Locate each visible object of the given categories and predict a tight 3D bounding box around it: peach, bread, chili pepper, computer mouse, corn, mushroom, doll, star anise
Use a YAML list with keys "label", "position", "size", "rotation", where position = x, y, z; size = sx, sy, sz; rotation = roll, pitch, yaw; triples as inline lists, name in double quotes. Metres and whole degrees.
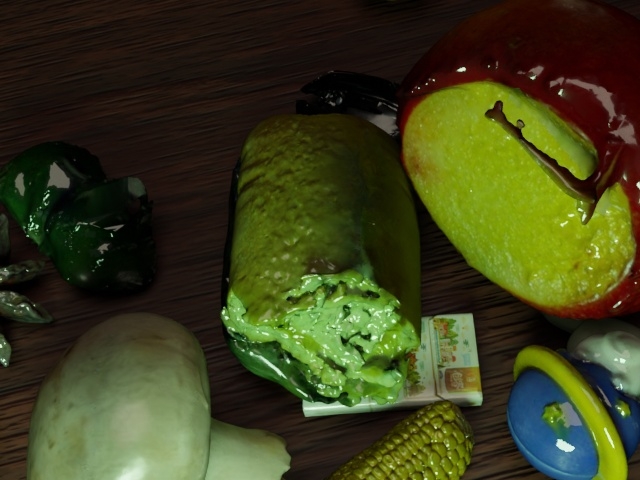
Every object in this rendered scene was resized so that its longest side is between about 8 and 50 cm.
- label: "peach"
  position: [0.298, -0.115, 1.271]
  size: [0.310, 0.335, 0.406]
  rotation: [-31, 52, -26]
- label: "bread"
  position: [0.000, 0.000, 1.334]
  size: [0.251, 0.208, 0.376]
  rotation: [2, 49, 2]
- label: "chili pepper"
  position: [-0.323, -0.043, 1.437]
  size: [0.148, 0.116, 0.264]
  rotation: [-26, 64, -34]
- label: "computer mouse"
  position: [0.076, -0.172, 1.506]
  size: [0.242, 0.077, 0.146]
  rotation: [19, 63, 14]
- label: "corn"
  position: [0.052, 0.305, 1.224]
  size: [0.322, 0.119, 0.119]
  rotation: [-40, 66, -16]
- label: "mushroom"
  position: [-0.180, 0.230, 1.211]
  size: [0.290, 0.297, 0.297]
  rotation: [9, 59, -22]
- label: "doll"
  position: [0.313, 0.150, 1.269]
  size: [0.243, 0.159, 0.311]
  rotation: [-27, 53, -7]
- label: "star anise"
  position: [-0.468, 0.077, 1.400]
  size: [0.209, 0.089, 0.231]
  rotation: [41, 72, 15]

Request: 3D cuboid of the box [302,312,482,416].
- label: "box"
  position: [0.087, 0.156, 1.349]
  size: [0.220, 0.032, 0.122]
  rotation: [-4, 59, 3]
